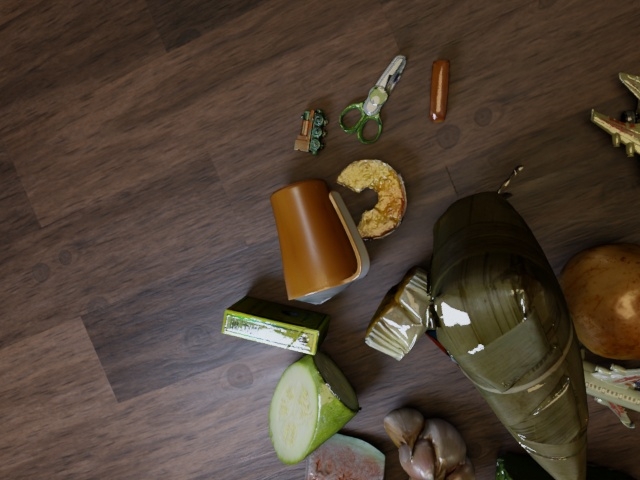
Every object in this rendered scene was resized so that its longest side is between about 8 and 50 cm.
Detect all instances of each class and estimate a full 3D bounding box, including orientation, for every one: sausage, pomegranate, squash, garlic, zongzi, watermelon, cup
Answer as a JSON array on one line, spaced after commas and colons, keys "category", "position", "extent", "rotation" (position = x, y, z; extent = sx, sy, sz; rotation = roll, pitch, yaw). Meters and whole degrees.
[{"category": "sausage", "position": [0.256, -0.320, 1.219], "extent": [0.039, 0.041, 0.131], "rotation": [4, 98, 5]}, {"category": "pomegranate", "position": [0.594, 0.119, 1.120], "extent": [0.248, 0.248, 0.248], "rotation": [1, 97, 11]}, {"category": "squash", "position": [-0.055, 0.392, 1.293], "extent": [0.260, 0.189, 0.189], "rotation": [-39, 89, 10]}, {"category": "garlic", "position": [0.248, 0.471, 1.268], "extent": [0.160, 0.191, 0.214], "rotation": [-15, 82, -12]}, {"category": "zongzi", "position": [0.366, 0.156, 1.096], "extent": [0.218, 0.500, 0.467], "rotation": [-17, 112, 21]}, {"category": "watermelon", "position": [0.039, 0.590, 1.297], "extent": [0.213, 0.201, 0.261], "rotation": [1, 89, 10]}, {"category": "cup", "position": [0.000, 0.000, 1.236], "extent": [0.226, 0.182, 0.263], "rotation": [-21, 86, 47]}]

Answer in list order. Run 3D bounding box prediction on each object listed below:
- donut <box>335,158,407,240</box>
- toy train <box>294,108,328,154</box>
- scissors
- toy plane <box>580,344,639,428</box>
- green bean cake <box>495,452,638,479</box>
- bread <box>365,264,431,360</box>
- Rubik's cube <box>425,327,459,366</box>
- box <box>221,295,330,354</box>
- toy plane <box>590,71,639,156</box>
[{"category": "donut", "position": [0.123, -0.093, 1.260], "extent": [0.146, 0.078, 0.181], "rotation": [-18, 87, 12]}, {"category": "toy train", "position": [-0.020, -0.248, 1.284], "extent": [0.064, 0.044, 0.103], "rotation": [13, 100, 20]}, {"category": "scissors", "position": [0.126, -0.318, 1.252], "extent": [0.101, 0.027, 0.204], "rotation": [32, 104, 2]}, {"category": "toy plane", "position": [0.616, 0.305, 1.175], "extent": [0.256, 0.242, 0.104], "rotation": [31, 63, 31]}, {"category": "green bean cake", "position": [0.517, 0.592, 1.146], "extent": [0.319, 0.335, 0.218], "rotation": [7, 89, 13]}, {"category": "bread", "position": [0.184, 0.149, 1.210], "extent": [0.110, 0.210, 0.192], "rotation": [36, 102, 10]}, {"category": "Rubik's cube", "position": [0.342, 0.267, 1.271], "extent": [0.234, 0.284, 0.250], "rotation": [19, 135, 27]}, {"category": "box", "position": [-0.097, 0.192, 1.302], "extent": [0.220, 0.141, 0.064], "rotation": [13, 99, 10]}, {"category": "toy plane", "position": [0.661, -0.219, 1.129], "extent": [0.229, 0.092, 0.244], "rotation": [-5, 97, 9]}]
